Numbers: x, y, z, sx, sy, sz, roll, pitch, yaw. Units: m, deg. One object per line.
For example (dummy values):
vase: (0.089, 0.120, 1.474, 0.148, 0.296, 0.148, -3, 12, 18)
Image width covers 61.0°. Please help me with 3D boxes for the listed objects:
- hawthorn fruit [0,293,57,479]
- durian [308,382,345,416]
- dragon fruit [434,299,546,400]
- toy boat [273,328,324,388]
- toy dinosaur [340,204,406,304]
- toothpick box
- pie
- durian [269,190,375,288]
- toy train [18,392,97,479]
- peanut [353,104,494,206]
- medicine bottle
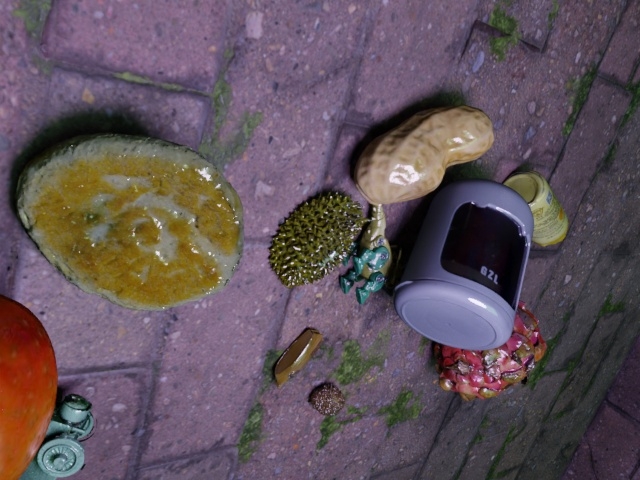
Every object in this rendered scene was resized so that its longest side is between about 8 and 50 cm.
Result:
hawthorn fruit: (-0.471, 0.171, 0.662, 0.275, 0.275, 0.300, 10, 91, -40)
durian: (0.015, 0.377, 1.283, 0.091, 0.080, 0.080, -12, 134, 18)
dragon fruit: (0.429, 0.295, 1.435, 0.291, 0.250, 0.269, -38, 151, -21)
toy boat: (-0.049, 0.255, 1.173, 0.149, 0.047, 0.049, -49, 134, -4)
toy dinosaur: (0.109, 0.022, 1.135, 0.153, 0.094, 0.259, -30, 122, -23)
toothpick box: (0.311, 0.029, 1.159, 0.263, 0.262, 0.355, 55, 50, -43)
pie: (-0.254, -0.020, 0.777, 0.323, 0.071, 0.323, -2, 128, -3)
durian: (0.002, 0.002, 1.022, 0.220, 0.095, 0.137, -43, 130, -5)
toy train: (-0.491, 0.363, 0.871, 0.189, 0.126, 0.308, 30, 96, -12)
peanut: (0.202, -0.172, 1.048, 0.305, 0.147, 0.147, -35, 132, -16)
medicine bottle: (0.552, -0.076, 1.393, 0.239, 0.124, 0.124, 34, 93, -45)
